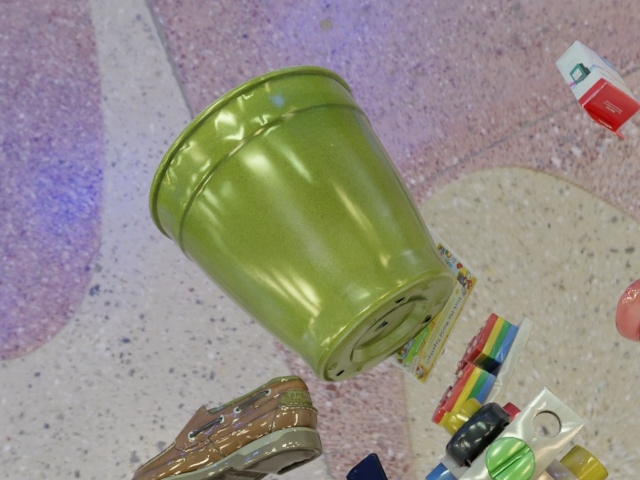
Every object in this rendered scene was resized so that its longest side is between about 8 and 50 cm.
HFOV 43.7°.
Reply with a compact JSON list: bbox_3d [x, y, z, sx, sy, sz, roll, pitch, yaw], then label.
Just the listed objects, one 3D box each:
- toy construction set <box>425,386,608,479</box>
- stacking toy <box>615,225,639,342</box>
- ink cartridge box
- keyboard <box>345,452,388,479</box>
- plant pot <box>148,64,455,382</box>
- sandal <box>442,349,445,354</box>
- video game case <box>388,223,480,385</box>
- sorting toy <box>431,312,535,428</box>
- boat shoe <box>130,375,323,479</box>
[{"bbox_3d":[0.228,0.213,0.636,0.309,0.237,0.257,-20,60,3],"label":"toy construction set"},{"bbox_3d":[0.564,0.032,1.100,0.309,0.279,0.130,-36,49,-15],"label":"stacking toy"},{"bbox_3d":[0.652,-0.350,1.859,0.078,0.134,0.231,-48,35,32],"label":"ink cartridge box"},{"bbox_3d":[0.097,0.471,1.385,0.100,0.038,0.192,-40,37,13],"label":"keyboard"},{"bbox_3d":[0.000,0.000,1.162,0.366,0.366,0.353,-41,66,4],"label":"plant pot"},{"bbox_3d":[0.235,0.258,1.865,0.072,0.180,0.049,-11,94,-22],"label":"sandal"},{"bbox_3d":[0.162,0.100,1.362,0.026,0.206,0.227,4,58,54],"label":"video game case"},{"bbox_3d":[0.323,0.293,1.663,0.089,0.257,0.255,28,66,8],"label":"sorting toy"},{"bbox_3d":[-0.129,0.270,1.043,0.307,0.111,0.104,-25,56,23],"label":"boat shoe"}]
